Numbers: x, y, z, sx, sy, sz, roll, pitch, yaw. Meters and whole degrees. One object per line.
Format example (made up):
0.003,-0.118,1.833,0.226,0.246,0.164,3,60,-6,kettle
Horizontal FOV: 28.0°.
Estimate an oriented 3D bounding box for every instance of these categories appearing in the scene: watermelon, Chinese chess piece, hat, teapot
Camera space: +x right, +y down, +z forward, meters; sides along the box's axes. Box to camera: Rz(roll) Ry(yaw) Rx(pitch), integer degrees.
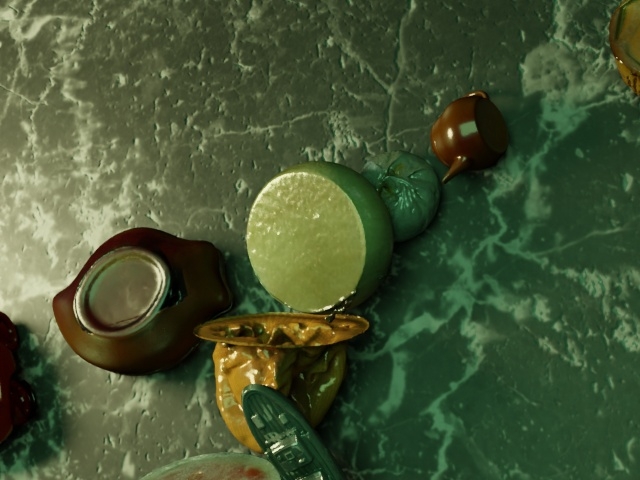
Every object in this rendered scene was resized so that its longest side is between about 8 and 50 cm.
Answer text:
-0.155,0.425,1.818,0.318,0.226,0.148,-7,117,39,watermelon
0.000,0.000,1.888,0.238,0.092,0.237,5,99,32,Chinese chess piece
-0.052,0.236,1.871,0.233,0.244,0.233,12,106,55,hat
0.211,-0.155,1.895,0.116,0.116,0.173,-1,51,17,teapot

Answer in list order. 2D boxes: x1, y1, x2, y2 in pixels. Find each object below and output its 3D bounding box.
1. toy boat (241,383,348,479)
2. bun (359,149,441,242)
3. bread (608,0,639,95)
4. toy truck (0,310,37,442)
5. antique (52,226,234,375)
-0.028,0.298,1.744,0.078,0.085,0.260,-27,107,19,toy boat
0.109,-0.070,1.913,0.141,0.083,0.140,-5,74,19,bun
0.514,-0.284,1.824,0.199,0.104,0.199,-5,72,16,bread
-0.589,0.203,1.986,0.189,0.239,0.264,-23,72,12,toy truck
-0.277,0.091,1.973,0.278,0.129,0.223,-14,72,12,antique
